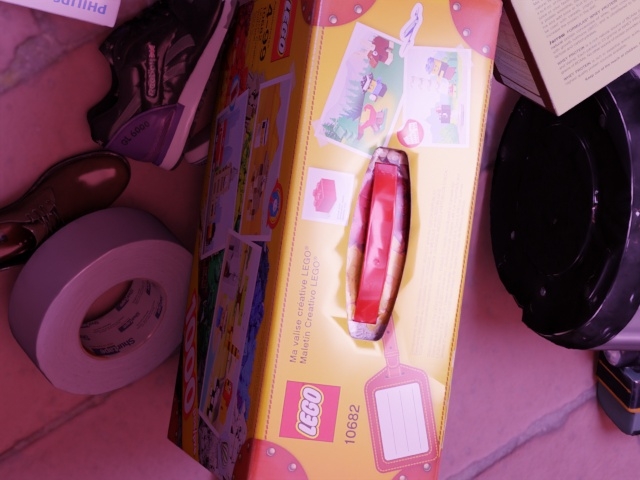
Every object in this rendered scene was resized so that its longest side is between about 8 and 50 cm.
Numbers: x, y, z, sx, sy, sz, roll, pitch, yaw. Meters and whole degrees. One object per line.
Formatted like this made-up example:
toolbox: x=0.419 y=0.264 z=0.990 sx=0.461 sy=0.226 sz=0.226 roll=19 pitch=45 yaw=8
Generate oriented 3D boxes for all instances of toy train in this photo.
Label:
toy train: x=0.539 y=0.159 z=2.022 sx=0.334 sy=0.142 sz=0.190 roll=-9 pitch=123 yaw=-21

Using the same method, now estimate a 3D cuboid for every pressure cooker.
pressure cooker: x=0.466 y=-0.045 z=1.791 sx=0.421 sy=0.375 sz=0.369 roll=4 pitch=117 yaw=-21

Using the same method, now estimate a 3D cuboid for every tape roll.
tape roll: x=-0.245 y=0.071 z=1.659 sx=0.219 sy=0.072 sz=0.219 roll=-26 pitch=138 yaw=-26

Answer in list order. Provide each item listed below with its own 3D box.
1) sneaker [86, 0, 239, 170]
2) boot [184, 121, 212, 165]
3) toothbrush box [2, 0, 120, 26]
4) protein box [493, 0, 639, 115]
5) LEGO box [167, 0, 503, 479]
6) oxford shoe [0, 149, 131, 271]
sneaker: x=-0.178 y=-0.225 z=1.619 sx=0.124 sy=0.107 sz=0.283 roll=17 pitch=100 yaw=-19
boot: x=-0.067 y=-0.124 z=1.712 sx=0.190 sy=0.069 sz=0.086 roll=-34 pitch=111 yaw=-9
toothbrush box: x=-0.293 y=-0.394 z=1.499 sx=0.216 sy=0.126 sz=0.295 roll=10 pitch=103 yaw=-25
protein box: x=0.249 y=-0.274 z=1.437 sx=0.200 sy=0.136 sz=0.201 roll=-34 pitch=121 yaw=-8
LEGO box: x=0.000 y=0.000 z=1.502 sx=0.193 sy=0.372 sz=0.500 roll=8 pitch=88 yaw=-17
oxford shoe: x=-0.309 y=-0.023 z=1.637 sx=0.227 sy=0.096 sz=0.082 roll=-34 pitch=115 yaw=-10
